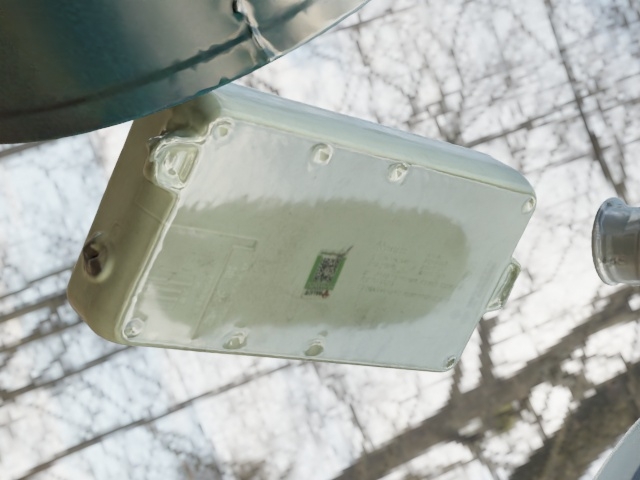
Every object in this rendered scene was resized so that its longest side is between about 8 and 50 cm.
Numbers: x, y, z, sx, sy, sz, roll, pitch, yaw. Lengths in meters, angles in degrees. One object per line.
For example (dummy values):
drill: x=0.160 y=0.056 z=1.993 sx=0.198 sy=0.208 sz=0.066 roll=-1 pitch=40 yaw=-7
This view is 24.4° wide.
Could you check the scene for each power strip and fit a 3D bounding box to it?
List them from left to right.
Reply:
power strip: x=0.000 y=0.000 z=0.697 sx=0.046 sy=0.270 sz=0.118 roll=37 pitch=-72 yaw=39

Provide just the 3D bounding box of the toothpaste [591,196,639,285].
toothpaste: x=0.259 y=0.003 z=0.778 sx=0.234 sy=0.089 sz=0.057 roll=2 pitch=-43 yaw=36

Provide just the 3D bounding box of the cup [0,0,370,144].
cup: x=-0.099 y=-0.238 z=0.514 sx=0.308 sy=0.242 sz=0.292 roll=-74 pitch=145 yaw=-48

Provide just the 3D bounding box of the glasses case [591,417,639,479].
glasses case: x=0.153 y=0.139 z=0.704 sx=0.051 sy=0.204 sz=0.081 roll=13 pitch=-65 yaw=27
